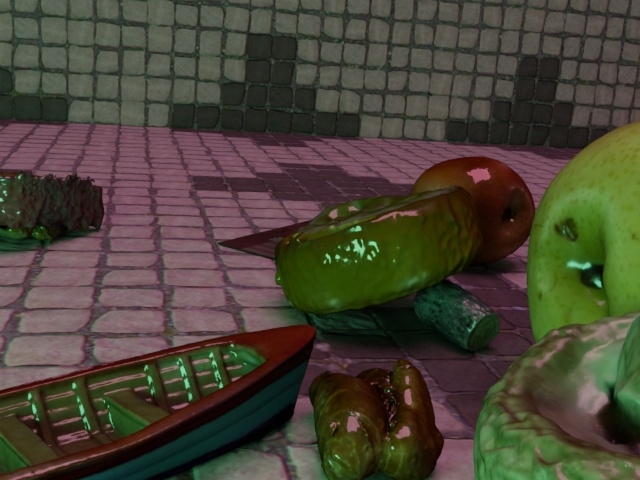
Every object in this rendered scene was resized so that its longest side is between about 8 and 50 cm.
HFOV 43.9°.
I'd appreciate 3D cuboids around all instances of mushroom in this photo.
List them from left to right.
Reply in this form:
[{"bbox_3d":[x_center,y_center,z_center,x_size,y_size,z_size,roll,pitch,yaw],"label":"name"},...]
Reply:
[{"bbox_3d":[0.207,0.137,0.496,0.164,0.190,0.267,-2,27,48],"label":"mushroom"}]

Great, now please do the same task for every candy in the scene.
[{"bbox_3d":[0.070,0.006,0.962,0.259,0.118,0.260,-20,6,2],"label":"candy"}]

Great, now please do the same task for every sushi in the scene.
[{"bbox_3d":[-0.456,-0.059,1.202,0.161,0.108,0.241,11,7,21],"label":"sushi"}]

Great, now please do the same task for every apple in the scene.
[{"bbox_3d":[0.232,-0.046,1.255,0.199,0.199,0.199,4,14,-1],"label":"apple"}]

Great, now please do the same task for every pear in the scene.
[{"bbox_3d":[0.344,0.031,0.702,0.309,0.309,0.309,4,14,-1],"label":"pear"}]

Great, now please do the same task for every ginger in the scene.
[{"bbox_3d":[0.045,0.138,0.641,0.103,0.073,0.162,3,13,-8],"label":"ginger"}]

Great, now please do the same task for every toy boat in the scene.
[{"bbox_3d":[-0.156,0.136,0.577,0.392,0.079,0.136,-9,17,-40],"label":"toy boat"}]

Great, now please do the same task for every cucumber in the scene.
[{"bbox_3d":[0.159,0.084,0.918,0.064,0.064,0.112,-3,16,-27],"label":"cucumber"}]

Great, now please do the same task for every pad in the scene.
[{"bbox_3d":[0.000,-0.001,1.320,0.202,0.005,0.299,13,16,32],"label":"pad"}]
